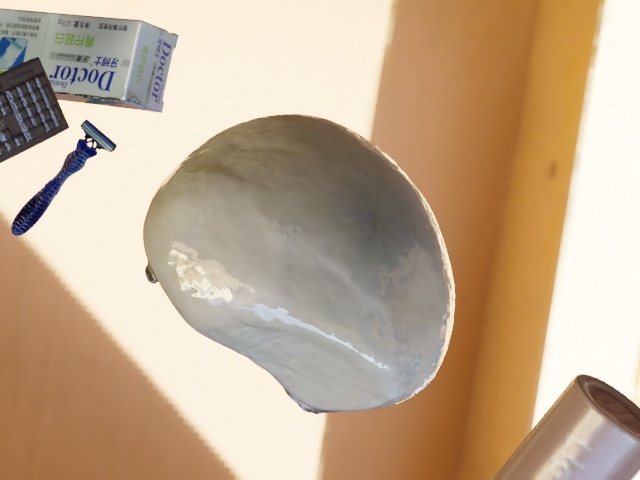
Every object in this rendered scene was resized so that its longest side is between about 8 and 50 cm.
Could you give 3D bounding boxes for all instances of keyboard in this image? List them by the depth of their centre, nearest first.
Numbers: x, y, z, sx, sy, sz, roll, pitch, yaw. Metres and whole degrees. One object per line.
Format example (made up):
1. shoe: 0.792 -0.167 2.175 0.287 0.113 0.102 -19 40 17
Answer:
1. keyboard: -0.281 -0.072 1.446 0.198 0.064 0.010 -30 -167 -29

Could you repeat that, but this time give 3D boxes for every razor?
1. razor: -0.276 -0.062 2.046 0.044 0.154 0.028 40 -160 -9

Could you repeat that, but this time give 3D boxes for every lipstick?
1. lipstick: 0.116 0.203 1.253 0.070 0.254 0.070 33 -162 -12

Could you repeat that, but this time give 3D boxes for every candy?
1. candy: 0.000 0.000 2.261 0.386 0.186 0.427 36 -147 -10

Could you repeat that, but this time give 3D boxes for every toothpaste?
1. toothpaste: -0.291 -0.181 1.891 0.336 0.081 0.067 9 176 34
